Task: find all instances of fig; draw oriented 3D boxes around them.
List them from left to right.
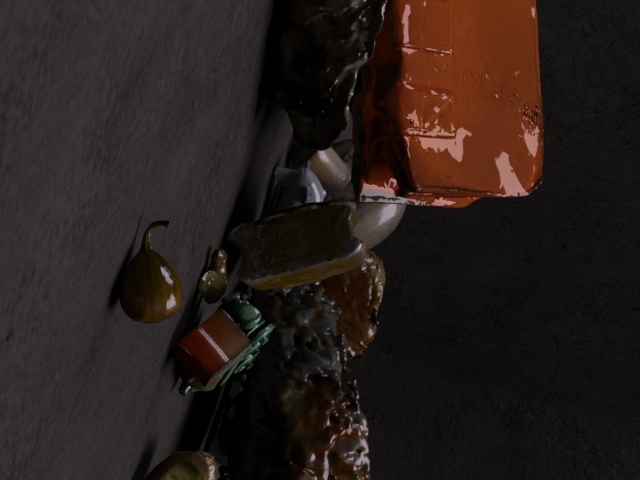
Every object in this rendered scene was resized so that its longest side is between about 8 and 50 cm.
[{"bbox_3d":[-0.134,0.025,0.966,0.050,0.050,0.083,36,59,-86],"label":"fig"}]

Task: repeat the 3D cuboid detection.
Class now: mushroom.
[{"bbox_3d":[0.024,-0.088,1.878,0.215,0.207,0.207,50,50,-45],"label":"mushroom"}]

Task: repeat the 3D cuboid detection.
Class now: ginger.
[{"bbox_3d":[-0.200,0.365,1.402,0.131,0.086,0.294,-92,-153,-74],"label":"ginger"},{"bbox_3d":[-0.120,0.050,1.380,0.097,0.030,0.048,106,6,-51],"label":"ginger"}]

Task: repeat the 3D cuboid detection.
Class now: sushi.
[{"bbox_3d":[-0.043,0.242,1.778,0.417,0.176,0.417,-178,-90,-78],"label":"sushi"}]

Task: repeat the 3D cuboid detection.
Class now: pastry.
[{"bbox_3d":[0.011,0.098,1.995,0.100,0.218,0.229,-141,-154,-85],"label":"pastry"}]

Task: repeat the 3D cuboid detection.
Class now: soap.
[{"bbox_3d":[-0.024,0.010,1.551,0.257,0.160,0.080,59,17,-84],"label":"soap"}]

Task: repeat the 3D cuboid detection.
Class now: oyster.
[{"bbox_3d":[0.009,-0.293,1.291,0.204,0.111,0.396,-94,-167,-47],"label":"oyster"}]

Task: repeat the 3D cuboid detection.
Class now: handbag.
[{"bbox_3d":[0.152,-0.248,1.504,0.304,0.116,0.410,0,88,-47],"label":"handbag"}]

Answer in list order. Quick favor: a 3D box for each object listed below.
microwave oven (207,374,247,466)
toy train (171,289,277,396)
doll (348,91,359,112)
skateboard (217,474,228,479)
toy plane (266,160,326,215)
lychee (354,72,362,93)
[{"bbox_3d":[-0.103,0.287,2.045,0.162,0.122,0.208,88,21,-80],"label":"microwave oven"},{"bbox_3d":[-0.120,0.127,1.391,0.118,0.074,0.176,-39,174,-27],"label":"toy train"},{"bbox_3d":[0.211,-0.417,2.419,0.378,0.252,0.382,-67,180,-52],"label":"doll"},{"bbox_3d":[-0.191,0.391,1.795,0.080,0.067,0.151,-58,172,-39],"label":"skateboard"},{"bbox_3d":[-0.041,-0.036,1.747,0.174,0.080,0.174,-171,-90,-82],"label":"toy plane"},{"bbox_3d":[0.070,-0.275,1.616,0.197,0.165,0.165,4,105,-64],"label":"lychee"}]
